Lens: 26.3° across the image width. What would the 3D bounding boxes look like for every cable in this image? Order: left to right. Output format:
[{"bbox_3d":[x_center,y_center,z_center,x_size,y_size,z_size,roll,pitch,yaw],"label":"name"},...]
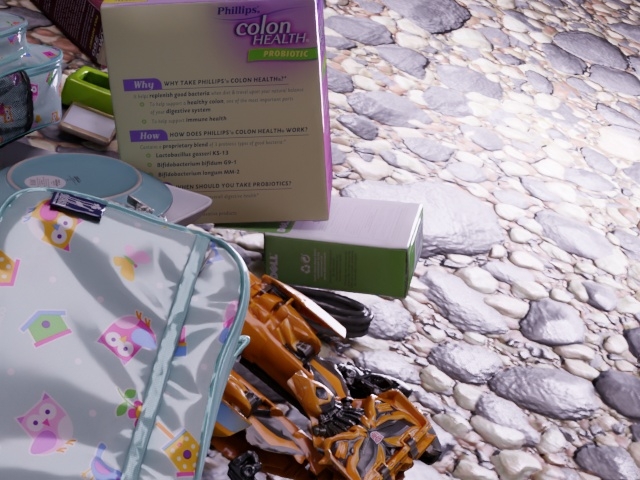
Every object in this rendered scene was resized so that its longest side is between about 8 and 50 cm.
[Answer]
[{"bbox_3d":[-0.087,0.066,1.363,0.287,0.072,0.139,12,12,-39],"label":"cable"}]

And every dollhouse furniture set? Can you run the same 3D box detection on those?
[{"bbox_3d":[-0.169,-0.240,1.531,0.197,0.301,0.151,21,27,-6],"label":"dollhouse furniture set"}]

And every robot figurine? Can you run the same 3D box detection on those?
[{"bbox_3d":[-0.029,0.137,1.184,0.291,0.085,0.211,38,48,13],"label":"robot figurine"}]

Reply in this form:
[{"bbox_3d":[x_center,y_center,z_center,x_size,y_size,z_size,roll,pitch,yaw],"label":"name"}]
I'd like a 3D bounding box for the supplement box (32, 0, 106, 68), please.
[{"bbox_3d":[-0.291,-0.318,1.812,0.130,0.073,0.239,-10,41,-41],"label":"supplement box"}]

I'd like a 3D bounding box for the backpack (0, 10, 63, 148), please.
[{"bbox_3d":[-0.358,-0.165,1.407,0.166,0.144,0.188,10,15,28],"label":"backpack"}]

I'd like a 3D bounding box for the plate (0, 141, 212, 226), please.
[{"bbox_3d":[-0.288,-0.015,1.299,0.277,0.045,0.278,16,26,25],"label":"plate"}]

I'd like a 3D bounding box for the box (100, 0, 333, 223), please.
[{"bbox_3d":[-0.100,-0.148,1.421,0.213,0.243,0.117,-2,26,4],"label":"box"}]

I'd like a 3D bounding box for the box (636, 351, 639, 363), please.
[{"bbox_3d":[0.600,0.144,1.600,0.318,0.097,0.395,39,34,25],"label":"box"}]

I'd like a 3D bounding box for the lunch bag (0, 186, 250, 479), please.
[{"bbox_3d":[-0.175,0.099,1.057,0.224,0.108,0.279,17,64,-6],"label":"lunch bag"}]

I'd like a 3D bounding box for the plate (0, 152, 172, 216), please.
[{"bbox_3d":[-0.235,-0.052,1.309,0.188,0.024,0.188,5,24,-2],"label":"plate"}]

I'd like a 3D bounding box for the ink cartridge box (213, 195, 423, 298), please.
[{"bbox_3d":[0.000,0.000,1.465,0.209,0.062,0.109,6,28,11],"label":"ink cartridge box"}]
